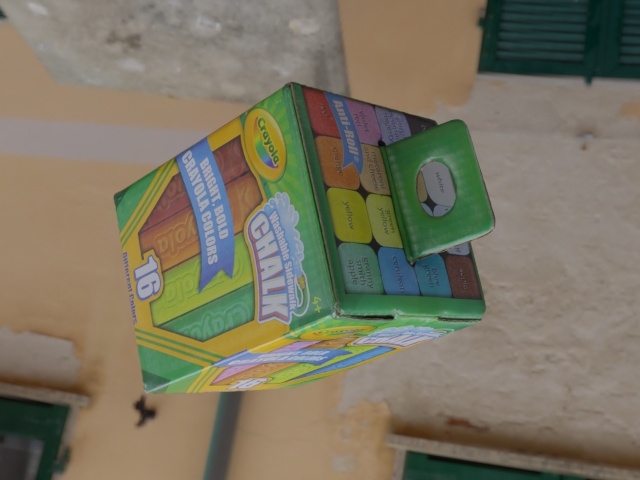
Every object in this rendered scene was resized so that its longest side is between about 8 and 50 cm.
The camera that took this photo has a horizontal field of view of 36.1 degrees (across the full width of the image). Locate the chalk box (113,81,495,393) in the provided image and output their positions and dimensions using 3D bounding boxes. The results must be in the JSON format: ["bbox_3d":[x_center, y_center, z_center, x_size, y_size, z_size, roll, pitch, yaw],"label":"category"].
[{"bbox_3d":[0.000,0.000,0.775,0.179,0.180,0.289,6,155,-45],"label":"chalk box"}]
